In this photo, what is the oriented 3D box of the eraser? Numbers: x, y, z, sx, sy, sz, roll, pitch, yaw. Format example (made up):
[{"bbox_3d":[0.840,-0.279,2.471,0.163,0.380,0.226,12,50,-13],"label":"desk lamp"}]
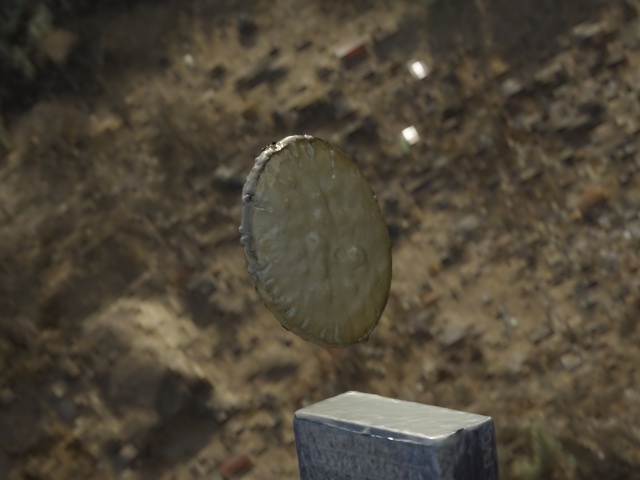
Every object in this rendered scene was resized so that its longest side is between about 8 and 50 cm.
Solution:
[{"bbox_3d":[0.045,0.179,0.887,0.092,0.212,0.046,7,20,43],"label":"eraser"}]

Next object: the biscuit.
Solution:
[{"bbox_3d":[0.000,0.000,1.275,0.020,0.152,0.152,-14,43,40],"label":"biscuit"}]
